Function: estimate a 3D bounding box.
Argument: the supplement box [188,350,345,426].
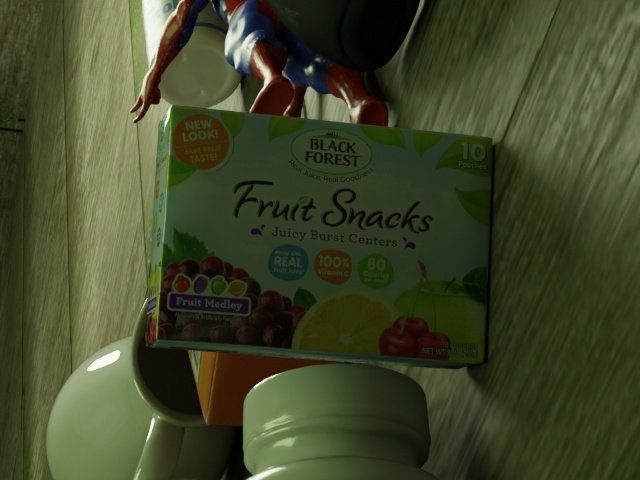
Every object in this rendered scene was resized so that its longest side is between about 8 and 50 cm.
[{"bbox_3d":[-0.042,0.019,1.109,0.233,0.078,0.080,-108,24,-60],"label":"supplement box"}]

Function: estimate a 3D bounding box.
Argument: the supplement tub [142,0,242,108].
[{"bbox_3d":[-0.096,-0.154,1.409,0.107,0.071,0.071,-103,22,-50],"label":"supplement tub"}]

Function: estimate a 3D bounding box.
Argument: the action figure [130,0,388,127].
[{"bbox_3d":[-0.041,-0.087,1.106,0.280,0.091,0.139,-109,36,-59],"label":"action figure"}]

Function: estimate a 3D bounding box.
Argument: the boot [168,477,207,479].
[{"bbox_3d":[-0.068,0.241,0.826,0.109,0.220,0.283,128,145,-65],"label":"boot"}]

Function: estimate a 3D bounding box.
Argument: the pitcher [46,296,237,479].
[{"bbox_3d":[-0.118,0.135,1.249,0.207,0.125,0.177,-53,13,53],"label":"pitcher"}]

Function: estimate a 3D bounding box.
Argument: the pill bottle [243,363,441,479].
[{"bbox_3d":[0.009,0.148,0.783,0.108,0.108,0.180,118,153,-58],"label":"pill bottle"}]

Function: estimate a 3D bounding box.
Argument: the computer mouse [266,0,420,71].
[{"bbox_3d":[-0.013,-0.205,0.908,0.184,0.060,0.262,45,143,20],"label":"computer mouse"}]

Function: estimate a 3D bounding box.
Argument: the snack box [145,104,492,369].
[{"bbox_3d":[0.000,0.000,0.804,0.037,0.141,0.100,146,128,-74],"label":"snack box"}]
